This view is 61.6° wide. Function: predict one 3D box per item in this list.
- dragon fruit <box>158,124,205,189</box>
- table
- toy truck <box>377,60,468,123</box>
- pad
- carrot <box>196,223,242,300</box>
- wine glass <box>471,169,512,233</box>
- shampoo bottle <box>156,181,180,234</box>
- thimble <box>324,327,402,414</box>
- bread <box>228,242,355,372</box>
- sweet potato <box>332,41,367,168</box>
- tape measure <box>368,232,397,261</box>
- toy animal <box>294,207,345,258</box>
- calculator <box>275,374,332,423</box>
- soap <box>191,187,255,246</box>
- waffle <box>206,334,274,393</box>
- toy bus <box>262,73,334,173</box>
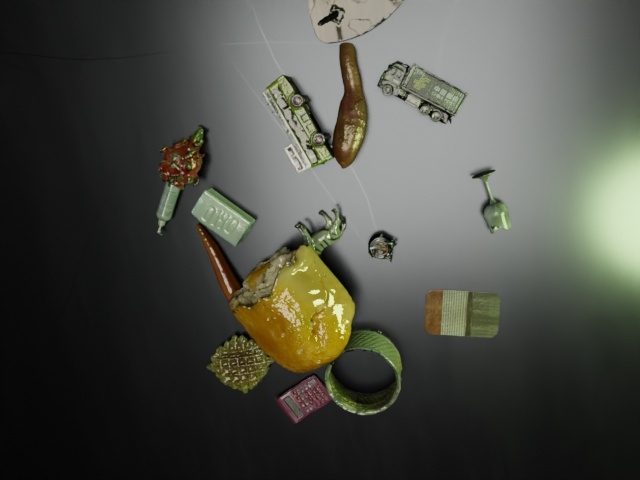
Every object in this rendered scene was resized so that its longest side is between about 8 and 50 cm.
[{"bbox_3d":[-0.458,-0.285,1.802,0.137,0.135,0.236,13,85,5],"label":"dragon fruit"},{"bbox_3d":[0.094,-0.741,1.525,0.317,0.249,0.318,2,105,9],"label":"table"},{"bbox_3d":[0.308,-0.459,1.650,0.259,0.088,0.121,28,108,0],"label":"toy truck"},{"bbox_3d":[0.482,0.182,1.802,0.249,0.055,0.323,2,122,9],"label":"pad"},{"bbox_3d":[-0.356,0.088,1.914,0.069,0.069,0.336,-24,93,14],"label":"carrot"},{"bbox_3d":[0.545,-0.121,1.702,0.079,0.079,0.196,-19,99,13],"label":"wine glass"},{"bbox_3d":[-0.543,-0.114,1.887,0.056,0.056,0.195,24,107,2],"label":"shampoo bottle"},{"bbox_3d":[0.148,0.457,1.876,0.270,0.150,0.271,2,105,8],"label":"thimble"},{"bbox_3d":[-0.087,0.247,1.776,0.361,0.250,0.394,-32,98,33],"label":"bread"},{"bbox_3d":[0.097,-0.418,1.687,0.109,0.109,0.386,5,98,8],"label":"sweet potato"},{"bbox_3d":[0.207,0.021,1.805,0.094,0.054,0.091,16,105,-2],"label":"tape measure"},{"bbox_3d":[-0.001,0.002,1.827,0.216,0.073,0.176,-29,105,10],"label":"toy animal"},{"bbox_3d":[-0.061,0.592,2.006,0.190,0.034,0.127,-35,96,10],"label":"calculator"},{"bbox_3d":[-0.338,-0.081,1.860,0.198,0.063,0.115,35,108,-1],"label":"soap"},{"bbox_3d":[-0.296,0.457,1.996,0.207,0.054,0.214,37,101,2],"label":"waffle"},{"bbox_3d":[-0.074,-0.370,1.724,0.139,0.113,0.302,-28,96,15],"label":"toy bus"}]
